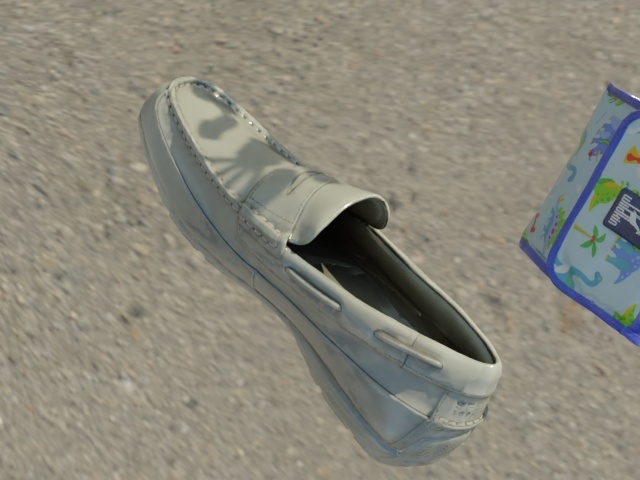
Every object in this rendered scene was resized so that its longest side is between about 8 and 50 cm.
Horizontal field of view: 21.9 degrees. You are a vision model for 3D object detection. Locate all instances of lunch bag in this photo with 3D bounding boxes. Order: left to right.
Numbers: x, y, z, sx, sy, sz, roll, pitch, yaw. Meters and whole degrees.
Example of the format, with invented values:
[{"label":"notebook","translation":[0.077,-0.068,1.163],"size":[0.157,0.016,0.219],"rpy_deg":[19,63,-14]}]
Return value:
[{"label":"lunch bag","translation":[0.202,-0.015,1.036],"size":[0.096,0.151,0.129],"rpy_deg":[24,103,-20]}]

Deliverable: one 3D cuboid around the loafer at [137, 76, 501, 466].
[{"label":"loafer","translation":[0.000,0.000,1.080],"size":[0.319,0.111,0.112],"rpy_deg":[48,37,18]}]
